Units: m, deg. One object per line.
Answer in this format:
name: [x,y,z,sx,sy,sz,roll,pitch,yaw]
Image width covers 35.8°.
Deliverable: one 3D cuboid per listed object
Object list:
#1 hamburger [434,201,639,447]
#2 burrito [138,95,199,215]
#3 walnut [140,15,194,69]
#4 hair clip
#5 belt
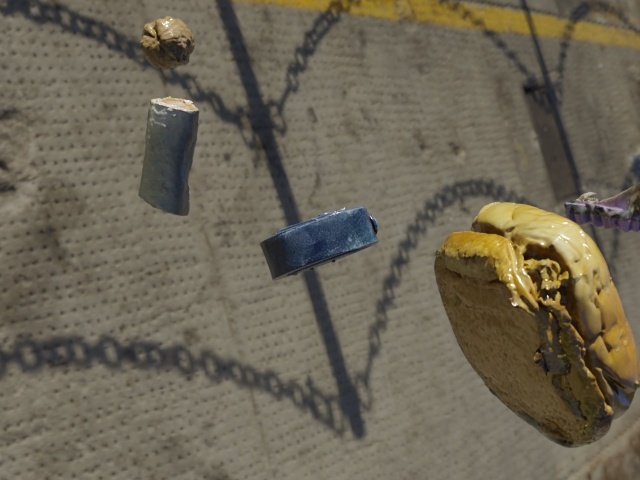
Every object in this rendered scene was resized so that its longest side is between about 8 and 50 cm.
hamburger: [0.268,0.102,1.202,0.158,0.318,0.318,-29,103,-10]
burrito: [-0.345,-0.181,2.284,0.143,0.105,0.299,-37,142,-59]
walnut: [-0.233,-0.300,1.511,0.082,0.079,0.096,47,12,6]
hair clip: [0.452,-0.052,1.528,0.106,0.292,0.084,-4,91,-11]
belt: [0.000,0.000,1.613,0.141,0.190,0.082,9,61,-83]
